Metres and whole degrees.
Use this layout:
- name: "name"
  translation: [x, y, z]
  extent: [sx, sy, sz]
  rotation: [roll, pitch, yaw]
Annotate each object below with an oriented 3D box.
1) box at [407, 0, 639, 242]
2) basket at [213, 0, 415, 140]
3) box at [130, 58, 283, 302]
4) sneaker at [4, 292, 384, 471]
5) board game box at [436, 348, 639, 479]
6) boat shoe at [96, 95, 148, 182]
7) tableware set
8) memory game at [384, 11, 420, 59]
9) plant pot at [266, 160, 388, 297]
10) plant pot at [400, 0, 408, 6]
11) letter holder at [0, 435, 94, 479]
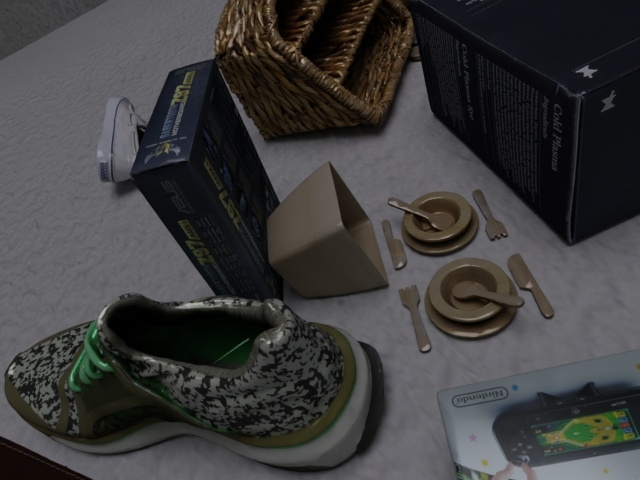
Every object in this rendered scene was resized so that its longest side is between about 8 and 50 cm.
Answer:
- name: "box"
  translation: [0.326, -0.216, 0.519]
  extent: [0.343, 0.179, 0.312]
  rotation: [-25, 42, 2]
- name: "basket"
  translation: [0.001, -0.335, 0.750]
  extent: [0.223, 0.213, 0.299]
  rotation: [0, 50, 31]
- name: "box"
  translation: [-0.102, -0.046, 0.517]
  extent: [0.059, 0.233, 0.183]
  rotation: [-14, 45, 9]
- name: "sneaker"
  translation: [-0.157, 0.098, 0.442]
  extent: [0.410, 0.182, 0.158]
  rotation: [-6, 47, 20]
- name: "board game box"
  translation: [0.206, 0.209, 0.232]
  extent: [0.224, 0.097, 0.303]
  rotation: [-16, 45, 12]
- name: "boat shoe"
  translation: [-0.359, -0.190, 0.895]
  extent: [0.084, 0.095, 0.258]
  rotation: [-2, 45, -15]
- name: "tableware set"
  translation: [0.135, 0.011, 0.493]
  extent: [0.128, 0.039, 0.194]
  rotation: [-18, 44, 8]
- name: "memory game"
  translation: [0.193, -0.376, 0.855]
  extent: [0.186, 0.012, 0.186]
  rotation: [-13, 45, 13]
- name: "plant pot"
  translation: [0.000, 0.000, 0.525]
  extent: [0.096, 0.109, 0.109]
  rotation: [-26, 42, 15]
- name: "plant pot"
  translation: [0.142, -0.531, 0.909]
  extent: [0.188, 0.205, 0.205]
  rotation: [-17, 42, 32]
- name: "letter holder"
  translation: [-0.264, 0.297, 0.280]
  extent: [0.152, 0.214, 0.302]
  rotation: [-19, 44, 7]
